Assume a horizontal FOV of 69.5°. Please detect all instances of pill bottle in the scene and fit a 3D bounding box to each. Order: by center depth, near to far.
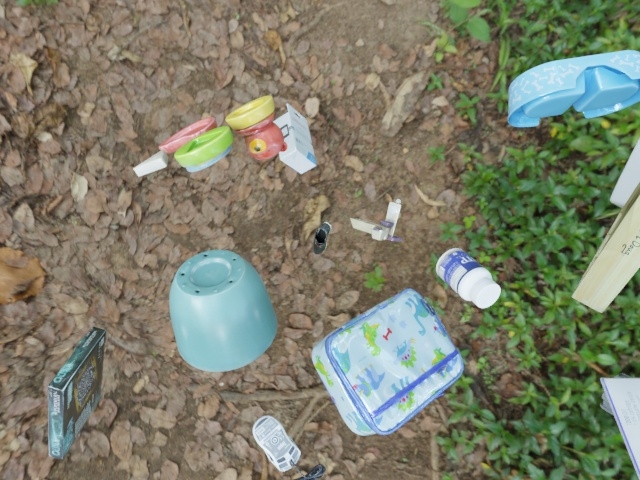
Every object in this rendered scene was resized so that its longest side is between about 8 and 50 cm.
[{"bbox_3d":[0.442,0.114,1.377,0.111,0.187,0.112,-12,123,-19],"label":"pill bottle"}]

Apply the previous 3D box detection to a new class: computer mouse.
[{"bbox_3d":[-0.085,0.499,1.088,0.106,0.042,0.193,-34,64,-22],"label":"computer mouse"}]

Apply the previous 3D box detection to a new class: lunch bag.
[{"bbox_3d":[0.113,0.192,0.734,0.219,0.090,0.176,-22,76,-31],"label":"lunch bag"}]

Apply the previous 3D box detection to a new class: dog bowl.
[{"bbox_3d":[0.536,-0.317,0.965,0.297,0.166,0.074,-9,79,0],"label":"dog bowl"}]

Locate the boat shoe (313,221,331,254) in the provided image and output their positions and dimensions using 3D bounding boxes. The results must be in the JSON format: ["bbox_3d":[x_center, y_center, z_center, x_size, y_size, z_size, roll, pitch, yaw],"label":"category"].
[{"bbox_3d":[-0.002,-0.001,1.507,0.048,0.133,0.042,31,44,12],"label":"boat shoe"}]

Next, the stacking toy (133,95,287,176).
[{"bbox_3d":[-0.250,-0.200,1.092,0.130,0.308,0.280,63,37,-28],"label":"stacking toy"}]

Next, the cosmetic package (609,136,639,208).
[{"bbox_3d":[0.659,-0.034,0.640,0.453,0.230,0.162,18,100,-28],"label":"cosmetic package"}]

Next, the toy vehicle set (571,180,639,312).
[{"bbox_3d":[0.343,-0.060,0.457,0.035,0.267,0.166,31,61,26],"label":"toy vehicle set"}]

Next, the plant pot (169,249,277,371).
[{"bbox_3d":[-0.278,0.169,1.272,0.293,0.293,0.235,-27,134,-26],"label":"plant pot"}]

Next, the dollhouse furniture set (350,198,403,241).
[{"bbox_3d":[0.104,-0.052,0.917,0.091,0.114,0.081,2,104,-50],"label":"dollhouse furniture set"}]

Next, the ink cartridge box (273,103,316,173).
[{"bbox_3d":[-0.077,-0.298,1.353,0.104,0.060,0.180,28,43,-50],"label":"ink cartridge box"}]

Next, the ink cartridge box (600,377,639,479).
[{"bbox_3d":[0.394,0.204,0.413,0.206,0.208,0.045,-61,139,-59],"label":"ink cartridge box"}]

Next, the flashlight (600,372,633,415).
[{"bbox_3d":[0.785,0.415,1.002,0.103,0.304,0.103,-29,127,-25],"label":"flashlight"}]

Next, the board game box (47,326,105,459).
[{"bbox_3d":[-0.398,0.250,0.755,0.026,0.186,0.126,18,32,-4],"label":"board game box"}]
